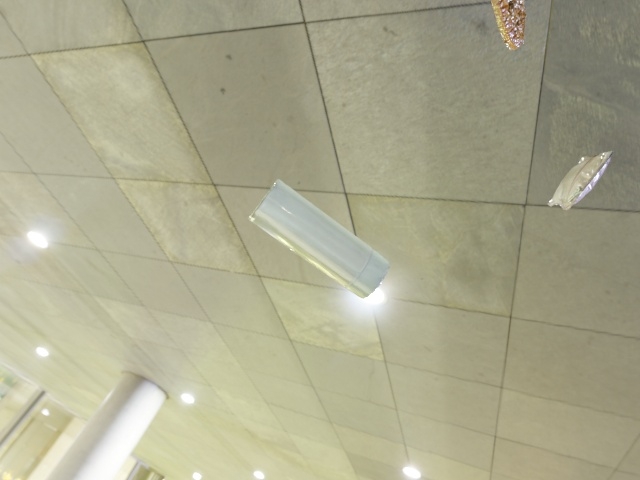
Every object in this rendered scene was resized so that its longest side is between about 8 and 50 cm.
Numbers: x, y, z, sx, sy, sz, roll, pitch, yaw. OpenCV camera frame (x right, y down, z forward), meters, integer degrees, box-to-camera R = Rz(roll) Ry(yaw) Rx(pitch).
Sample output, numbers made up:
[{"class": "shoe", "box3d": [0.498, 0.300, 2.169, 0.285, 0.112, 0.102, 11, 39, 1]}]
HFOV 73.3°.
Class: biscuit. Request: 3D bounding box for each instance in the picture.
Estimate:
[{"class": "biscuit", "box3d": [0.414, -0.580, 0.950, 0.038, 0.305, 0.305, -5, 132, 35]}]

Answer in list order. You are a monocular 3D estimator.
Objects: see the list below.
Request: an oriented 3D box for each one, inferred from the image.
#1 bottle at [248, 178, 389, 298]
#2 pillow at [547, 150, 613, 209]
[{"class": "bottle", "box3d": [0.000, 0.000, 0.613, 0.202, 0.072, 0.072, 36, 141, -9]}, {"class": "pillow", "box3d": [0.523, -0.120, 0.880, 0.038, 0.233, 0.130, 33, 104, 13]}]
